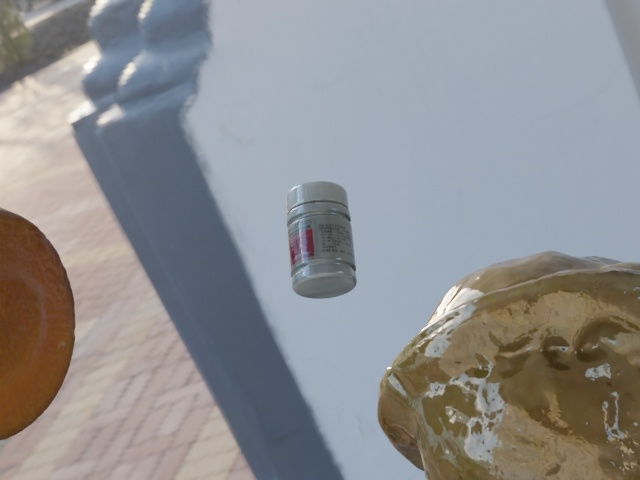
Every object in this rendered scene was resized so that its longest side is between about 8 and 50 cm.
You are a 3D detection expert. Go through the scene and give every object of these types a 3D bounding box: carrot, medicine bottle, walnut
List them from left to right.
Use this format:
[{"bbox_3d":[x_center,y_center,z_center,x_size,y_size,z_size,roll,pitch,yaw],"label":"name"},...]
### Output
[{"bbox_3d":[-0.376,0.082,1.199,0.100,0.259,0.307,0,-8,21],"label":"carrot"},{"bbox_3d":[0.000,0.000,1.019,0.058,0.058,0.091,-17,63,24],"label":"medicine bottle"},{"bbox_3d":[0.275,0.179,1.224,0.383,0.384,0.383,-22,19,8],"label":"walnut"}]
